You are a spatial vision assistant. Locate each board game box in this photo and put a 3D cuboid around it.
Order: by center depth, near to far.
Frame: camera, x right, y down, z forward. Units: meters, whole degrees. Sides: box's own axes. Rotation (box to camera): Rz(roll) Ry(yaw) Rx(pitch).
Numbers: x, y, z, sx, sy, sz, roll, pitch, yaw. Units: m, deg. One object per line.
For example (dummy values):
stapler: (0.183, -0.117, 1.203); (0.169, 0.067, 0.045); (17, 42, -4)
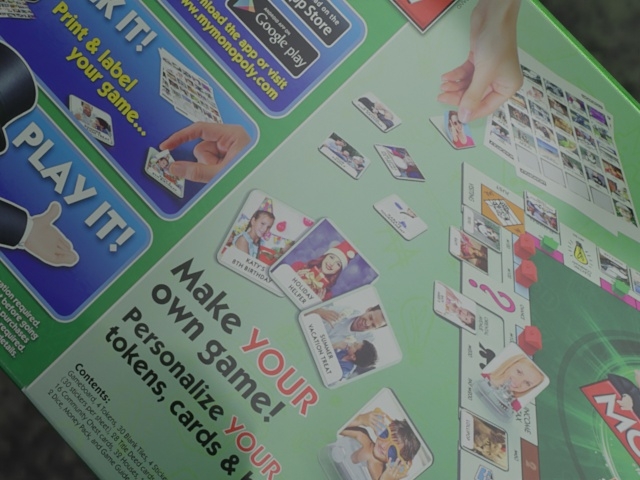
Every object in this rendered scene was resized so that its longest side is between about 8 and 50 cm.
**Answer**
board game box: (0.000, 0.000, 0.603); (0.213, 0.046, 0.317); (-43, 82, 3)
